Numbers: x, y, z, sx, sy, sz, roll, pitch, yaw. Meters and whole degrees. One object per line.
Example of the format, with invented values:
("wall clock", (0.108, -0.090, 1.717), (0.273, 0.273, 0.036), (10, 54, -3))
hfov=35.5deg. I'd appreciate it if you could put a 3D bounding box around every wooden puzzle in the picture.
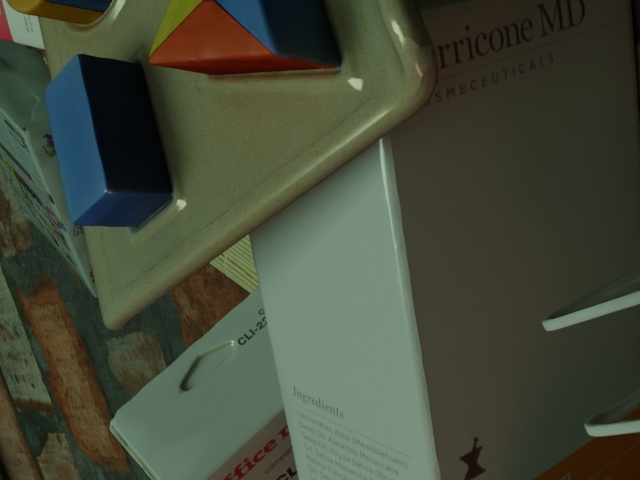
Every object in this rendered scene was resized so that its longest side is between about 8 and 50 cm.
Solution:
("wooden puzzle", (-0.103, -0.149, 0.594), (0.348, 0.081, 0.322), (-36, 64, 46))

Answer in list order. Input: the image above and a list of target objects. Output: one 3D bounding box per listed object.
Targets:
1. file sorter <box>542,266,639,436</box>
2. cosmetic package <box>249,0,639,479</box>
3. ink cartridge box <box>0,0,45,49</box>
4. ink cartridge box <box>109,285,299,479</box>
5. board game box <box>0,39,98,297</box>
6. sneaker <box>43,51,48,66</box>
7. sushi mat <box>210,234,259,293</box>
("file sorter", (0.269, 0.115, 0.515), (0.173, 0.193, 0.277), (-31, 82, 61))
("cosmetic package", (0.099, 0.053, 0.693), (0.161, 0.230, 0.453), (14, 120, 51))
("ink cartridge box", (-0.235, -0.277, 0.980), (0.237, 0.100, 0.172), (16, 131, 22))
("ink cartridge box", (-0.041, 0.198, 0.928), (0.114, 0.197, 0.273), (37, 162, 39))
("board game box", (-0.354, -0.101, 1.327), (0.224, 0.097, 0.303), (41, 154, 35))
("sneaker", (-0.246, -0.277, 1.109), (0.106, 0.123, 0.290), (57, 145, 21))
("sushi mat", (-0.132, -0.053, 0.998), (0.316, 0.019, 0.151), (31, 135, 45))
